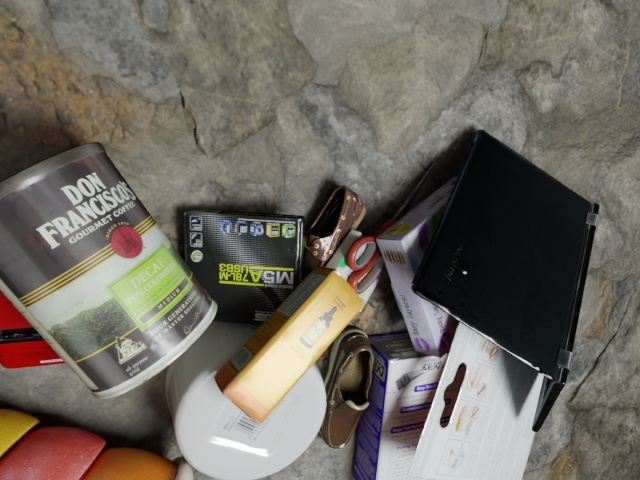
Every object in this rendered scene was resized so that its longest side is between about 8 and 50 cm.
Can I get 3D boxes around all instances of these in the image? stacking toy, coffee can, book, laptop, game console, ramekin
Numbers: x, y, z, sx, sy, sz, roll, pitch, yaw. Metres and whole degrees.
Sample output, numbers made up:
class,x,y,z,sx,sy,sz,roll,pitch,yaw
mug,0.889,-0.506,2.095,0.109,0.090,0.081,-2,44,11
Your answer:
class,x,y,z,sx,sy,sz,roll,pitch,yaw
stacking toy,-0.460,0.354,0.614,0.480,0.350,0.350,41,88,-5
coffee can,-0.300,0.039,0.583,0.202,0.201,0.275,-34,107,-8
book,0.061,0.056,0.781,0.096,0.035,0.144,-55,143,-13
laptop,0.361,0.081,0.828,0.381,0.237,0.407,-59,149,-29
game console,-0.419,0.128,0.680,0.144,0.085,0.124,-1,135,-18
ramekin,-0.124,0.270,0.754,0.278,0.135,0.276,-5,106,-18

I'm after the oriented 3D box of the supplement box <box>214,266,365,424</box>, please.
class,x,y,z,sx,sy,sz,roll,pitch,yaw
supplement box,-0.044,0.146,0.646,0.233,0.080,0.078,-45,107,-14

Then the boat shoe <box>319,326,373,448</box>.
class,x,y,z,sx,sy,sz,roll,pitch,yaw
boat shoe,0.049,0.302,0.844,0.095,0.095,0.257,1,104,-20

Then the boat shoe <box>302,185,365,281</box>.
class,x,y,z,sx,sy,sz,roll,pitch,yaw
boat shoe,0.000,0.000,0.753,0.206,0.073,0.073,-61,147,-4

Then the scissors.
class,x,y,z,sx,sy,sz,roll,pitch,yaw
scissors,0.136,-0.025,0.797,0.297,0.021,0.108,-46,136,-29

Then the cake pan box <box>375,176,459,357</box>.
class,x,y,z,sx,sy,sz,roll,pitch,yaw
cake pan box,0.237,0.048,0.817,0.246,0.070,0.266,-33,114,-29

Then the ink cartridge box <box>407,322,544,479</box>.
class,x,y,z,sx,sy,sz,roll,pitch,yaw
ink cartridge box,0.316,0.318,0.872,0.385,0.091,0.307,26,81,-34

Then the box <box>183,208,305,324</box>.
class,x,y,z,sx,sy,sz,roll,pitch,yaw
box,-0.124,0.045,0.711,0.191,0.045,0.183,4,101,3

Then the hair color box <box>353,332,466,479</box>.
class,x,y,z,sx,sy,sz,roll,pitch,yaw
hair color box,0.182,0.363,0.901,0.186,0.110,0.338,-1,106,-21
